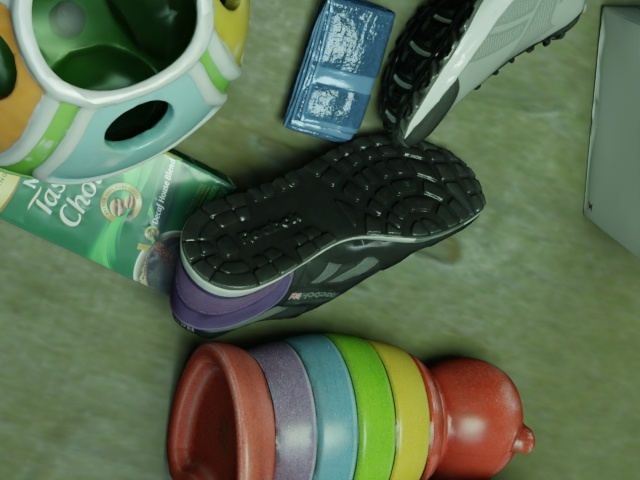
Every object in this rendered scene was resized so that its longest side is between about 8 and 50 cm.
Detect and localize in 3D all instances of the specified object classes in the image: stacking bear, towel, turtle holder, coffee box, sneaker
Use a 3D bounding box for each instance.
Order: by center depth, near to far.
[{"bbox_3d":[-0.141,-0.159,1.236,0.320,0.227,0.243,3,93,-21],"label":"turtle holder"},{"bbox_3d":[-0.176,-0.040,1.390,0.184,0.040,0.113,28,99,-21],"label":"coffee box"},{"bbox_3d":[0.152,-0.180,1.400,0.108,0.100,0.271,37,96,-27],"label":"sneaker"},{"bbox_3d":[0.016,-0.142,1.413,0.067,0.029,0.119,14,104,-19],"label":"towel"},{"bbox_3d":[0.000,0.000,1.433,0.283,0.107,0.124,-16,153,-25],"label":"sneaker"},{"bbox_3d":[0.038,0.159,1.457,0.289,0.175,0.164,-1,115,-24],"label":"stacking bear"}]

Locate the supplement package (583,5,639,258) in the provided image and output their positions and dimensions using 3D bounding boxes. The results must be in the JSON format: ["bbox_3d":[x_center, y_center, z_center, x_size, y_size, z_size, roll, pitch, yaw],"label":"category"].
[{"bbox_3d":[0.351,-0.093,1.450,0.203,0.149,0.194,-3,109,-14],"label":"supplement package"}]
